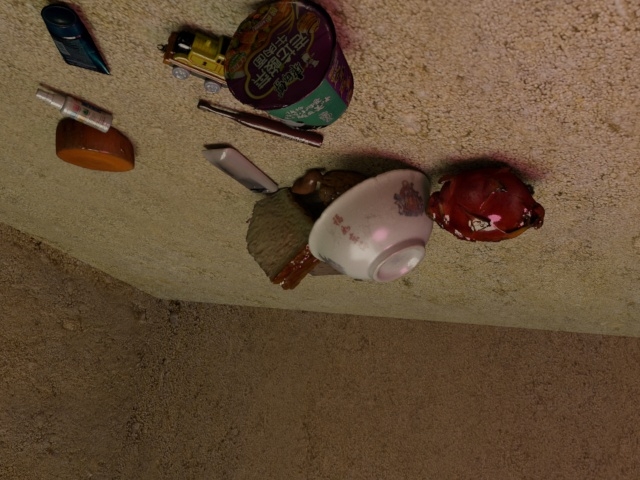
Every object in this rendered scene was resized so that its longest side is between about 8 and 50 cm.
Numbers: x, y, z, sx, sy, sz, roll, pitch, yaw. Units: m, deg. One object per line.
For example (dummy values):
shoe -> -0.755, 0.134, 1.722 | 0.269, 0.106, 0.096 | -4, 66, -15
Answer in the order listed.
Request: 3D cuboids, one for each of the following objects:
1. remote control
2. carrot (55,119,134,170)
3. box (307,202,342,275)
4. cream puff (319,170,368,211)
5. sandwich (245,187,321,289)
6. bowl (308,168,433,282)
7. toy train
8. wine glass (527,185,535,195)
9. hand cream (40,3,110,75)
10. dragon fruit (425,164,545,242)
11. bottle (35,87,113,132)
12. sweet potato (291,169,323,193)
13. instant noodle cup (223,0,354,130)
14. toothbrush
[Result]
remote control -> -0.264, -0.220, 2.132 | 0.110, 0.055, 0.313 | 0, 159, 29
carrot -> -0.737, -0.298, 2.128 | 0.259, 0.100, 0.307 | 11, 169, -6
box -> 0.000, 0.000, 2.432 | 0.225, 0.190, 0.297 | -3, 159, 33
cream puff -> 0.078, -0.116, 2.077 | 0.184, 0.168, 0.183 | 11, 161, 4
sandwich -> -0.123, -0.017, 2.251 | 0.325, 0.262, 0.131 | 49, -170, 35
bowl -> 0.196, 0.000, 1.973 | 0.435, 0.195, 0.434 | -22, 149, -14
toy train -> -0.266, -0.424, 1.501 | 0.220, 0.089, 0.127 | 19, 149, -22
wine glass -> 0.598, -0.140, 1.940 | 0.039, 0.042, 0.083 | -24, -175, -42
hand cream -> -0.599, -0.475, 1.578 | 0.120, 0.061, 0.270 | 13, 166, -3
dragon fruit -> 0.470, -0.101, 1.839 | 0.315, 0.250, 0.250 | 14, 168, 39
bottle -> -0.720, -0.384, 1.890 | 0.217, 0.060, 0.060 | 22, 158, -34
sweet potato -> -0.042, -0.185, 2.120 | 0.058, 0.055, 0.202 | 8, 164, -26
instant noodle cup -> -0.050, -0.354, 1.374 | 0.251, 0.251, 0.190 | 2, 168, 23
toothbrush -> -0.165, -0.324, 1.806 | 0.364, 0.040, 0.041 | 15, 161, -11
